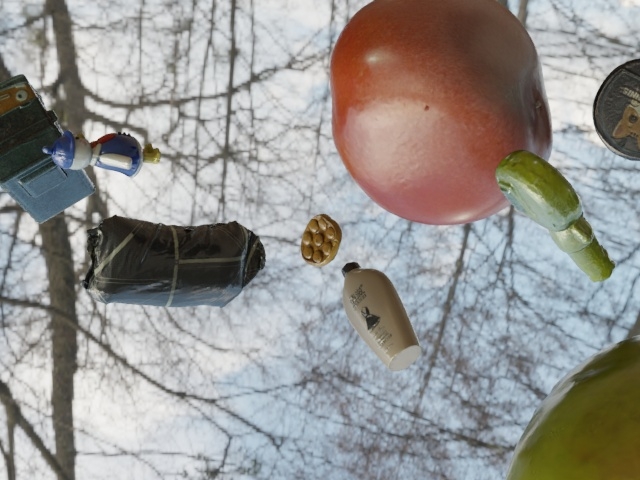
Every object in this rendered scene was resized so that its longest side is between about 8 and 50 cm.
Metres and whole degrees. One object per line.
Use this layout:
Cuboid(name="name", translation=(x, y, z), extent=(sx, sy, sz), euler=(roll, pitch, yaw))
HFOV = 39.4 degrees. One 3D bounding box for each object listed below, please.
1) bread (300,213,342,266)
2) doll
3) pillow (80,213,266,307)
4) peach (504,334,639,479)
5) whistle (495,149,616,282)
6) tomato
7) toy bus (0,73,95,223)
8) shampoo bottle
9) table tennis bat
Cuboid(name="bread", translation=(0.000, 0.000, 1.728), extent=(0.024, 0.110, 0.110), euler=(16, -158, -38))
Cuboid(name="doll", translation=(-0.270, -0.107, 1.099), extent=(0.143, 0.057, 0.099), euler=(0, -161, -33))
Cuboid(name="pillow", translation=(-0.248, 0.039, 1.551), extent=(0.335, 0.161, 0.092), euler=(4, -166, -33))
Cuboid(name="peach", translation=(0.287, 0.202, 0.639), extent=(0.316, 0.281, 0.314), euler=(6, -120, 46))
Cuboid(name="whistle", translation=(0.266, -0.021, 1.006), extent=(0.057, 0.198, 0.104), euler=(-44, -153, -3))
Cuboid(name="tomato", translation=(0.182, -0.194, 1.246), extent=(0.273, 0.341, 0.341), euler=(-6, -164, 44))
Cuboid(name="toy bus", translation=(-0.480, -0.144, 1.477), extent=(0.138, 0.275, 0.167), euler=(-32, -100, -10))
Cuboid(name="shampoo bottle", translation=(0.113, 0.143, 1.817), extent=(0.078, 0.127, 0.257), euler=(14, -146, -41))
Cuboid(name="table tennis bat", translation=(0.504, -0.231, 1.328), extent=(0.150, 0.236, 0.027), euler=(30, -163, 12))
